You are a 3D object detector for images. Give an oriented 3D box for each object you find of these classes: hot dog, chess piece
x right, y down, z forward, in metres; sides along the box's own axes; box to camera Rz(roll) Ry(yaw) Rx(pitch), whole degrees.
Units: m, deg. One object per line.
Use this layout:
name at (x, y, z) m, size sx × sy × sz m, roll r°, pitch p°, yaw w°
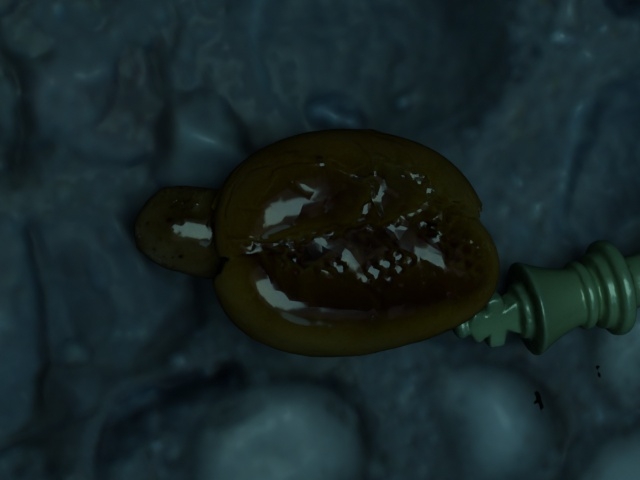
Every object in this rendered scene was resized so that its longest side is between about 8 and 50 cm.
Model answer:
hot dog at (0.001, 0.002, 0.676) m, size 0.140 × 0.060 × 0.090 m, roll -10°, pitch 92°, yaw -25°
chess piece at (0.125, 0.018, 0.721) m, size 0.149 × 0.059 × 0.059 m, roll -13°, pitch 97°, yaw -14°
